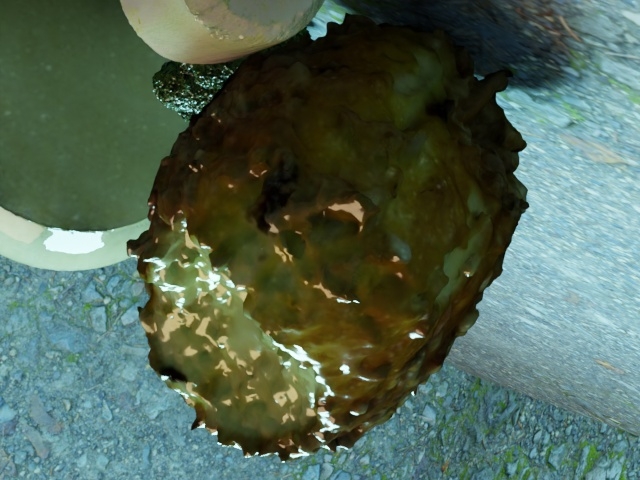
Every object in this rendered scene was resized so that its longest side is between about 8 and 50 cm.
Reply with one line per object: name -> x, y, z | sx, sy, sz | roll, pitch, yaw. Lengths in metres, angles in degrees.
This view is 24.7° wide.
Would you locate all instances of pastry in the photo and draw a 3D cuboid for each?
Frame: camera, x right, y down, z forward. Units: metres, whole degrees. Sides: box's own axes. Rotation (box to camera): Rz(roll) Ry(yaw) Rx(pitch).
pastry -> 0.011, -0.014, 1.213 | 0.292, 0.337, 0.405 | 39, 152, 13

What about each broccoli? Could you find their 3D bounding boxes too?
broccoli -> -0.084, -0.170, 1.404 | 0.145, 0.138, 0.162 | -3, -170, 37

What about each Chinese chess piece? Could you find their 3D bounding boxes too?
Chinese chess piece -> -0.286, -0.133, 1.653 | 0.338, 0.338, 0.140 | 30, 154, -11

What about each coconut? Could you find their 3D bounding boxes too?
coconut -> -0.077, -0.202, 1.070 | 0.147, 0.147, 0.152 | 31, 166, -24
